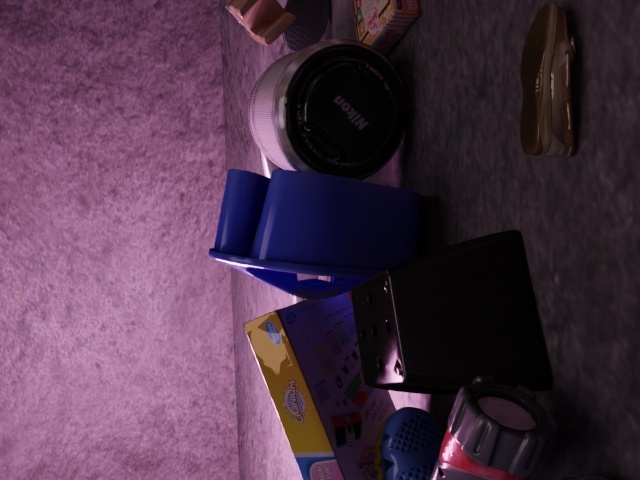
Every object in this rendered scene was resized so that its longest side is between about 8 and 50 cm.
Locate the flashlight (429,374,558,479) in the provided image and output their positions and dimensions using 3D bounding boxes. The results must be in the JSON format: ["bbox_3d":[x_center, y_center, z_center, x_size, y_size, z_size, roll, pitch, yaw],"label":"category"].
[{"bbox_3d":[0.157,0.298,0.647,0.103,0.103,0.304,-68,-9,-69],"label":"flashlight"}]

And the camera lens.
[{"bbox_3d":[0.001,-0.215,1.008,0.274,0.219,0.220,-151,59,-68],"label":"camera lens"}]

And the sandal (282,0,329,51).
[{"bbox_3d":[-0.026,-0.522,1.255,0.054,0.097,0.255,-141,59,-81],"label":"sandal"}]

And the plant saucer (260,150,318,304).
[{"bbox_3d":[-0.053,-0.057,1.311,0.400,0.100,0.401,168,90,-85],"label":"plant saucer"}]

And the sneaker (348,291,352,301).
[{"bbox_3d":[0.052,0.082,1.118,0.121,0.099,0.263,130,135,-70],"label":"sneaker"}]

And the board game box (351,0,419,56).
[{"bbox_3d":[0.096,-0.414,0.964,0.147,0.045,0.194,147,118,-69],"label":"board game box"}]

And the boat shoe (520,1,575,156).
[{"bbox_3d":[0.238,-0.162,0.606,0.056,0.048,0.153,165,108,-83],"label":"boat shoe"}]

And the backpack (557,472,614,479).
[{"bbox_3d":[0.238,0.281,0.560,0.084,0.114,0.105,150,114,-69],"label":"backpack"}]

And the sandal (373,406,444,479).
[{"bbox_3d":[0.171,0.378,0.795,0.138,0.126,0.318,-50,55,59],"label":"sandal"}]

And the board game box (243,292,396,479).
[{"bbox_3d":[0.026,0.242,0.910,0.064,0.242,0.317,-26,82,25],"label":"board game box"}]

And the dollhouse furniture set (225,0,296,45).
[{"bbox_3d":[-0.109,-0.608,0.996,0.394,0.362,0.256,-45,31,3],"label":"dollhouse furniture set"}]

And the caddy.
[{"bbox_3d":[0.000,0.000,0.894,0.241,0.341,0.179,7,91,49],"label":"caddy"}]

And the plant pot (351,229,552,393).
[{"bbox_3d":[0.142,0.102,0.736,0.187,0.166,0.188,140,125,-67],"label":"plant pot"}]
